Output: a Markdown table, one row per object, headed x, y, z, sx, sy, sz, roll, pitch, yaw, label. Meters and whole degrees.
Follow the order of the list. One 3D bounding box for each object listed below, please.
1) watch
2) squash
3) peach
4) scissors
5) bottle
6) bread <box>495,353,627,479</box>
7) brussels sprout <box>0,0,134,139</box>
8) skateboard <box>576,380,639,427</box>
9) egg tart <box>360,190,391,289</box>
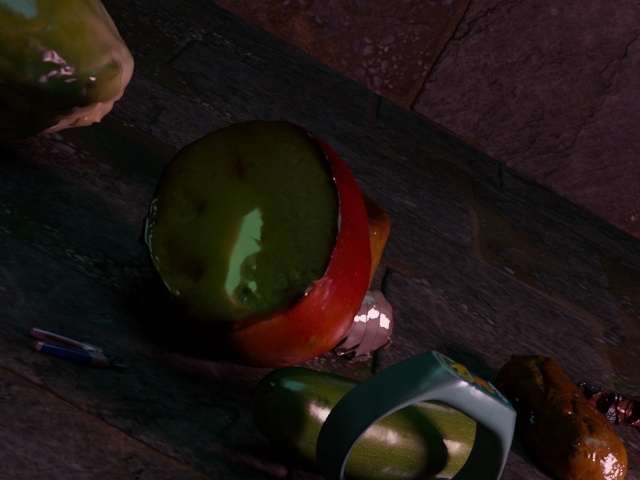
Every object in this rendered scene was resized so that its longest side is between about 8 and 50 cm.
| x | y | z | sx | sy | sz | roll | pitch | yaw | label |
| --- | --- | --- | --- | --- | --- | --- | --- | --- | --- |
| 0.104 | 0.215 | 1.592 | 0.237 | 0.195 | 0.068 | 31 | 10 | -44 | watch |
| 0.065 | 0.210 | 1.682 | 0.395 | 0.107 | 0.107 | 18 | 20 | -44 | squash |
| -0.074 | 0.009 | 1.789 | 0.281 | 0.281 | 0.338 | 29 | 16 | -3 | peach |
| -0.248 | 0.114 | 1.600 | 0.113 | 0.012 | 0.039 | 21 | 18 | -30 | scissors |
| 0.032 | 0.098 | 1.993 | 0.152 | 0.099 | 0.099 | 19 | 19 | -29 | bottle |
| 0.319 | 0.229 | 2.117 | 0.124 | 0.084 | 0.344 | 24 | 16 | -21 | bread |
| -0.421 | -0.261 | 2.048 | 0.344 | 0.268 | 0.344 | 46 | 19 | -20 | brussels sprout |
| 0.452 | 0.248 | 2.349 | 0.151 | 0.067 | 0.080 | 16 | 11 | -30 | skateboard |
| 0.000 | 0.000 | 2.147 | 0.203 | 0.147 | 0.202 | 26 | 18 | -9 | egg tart |
